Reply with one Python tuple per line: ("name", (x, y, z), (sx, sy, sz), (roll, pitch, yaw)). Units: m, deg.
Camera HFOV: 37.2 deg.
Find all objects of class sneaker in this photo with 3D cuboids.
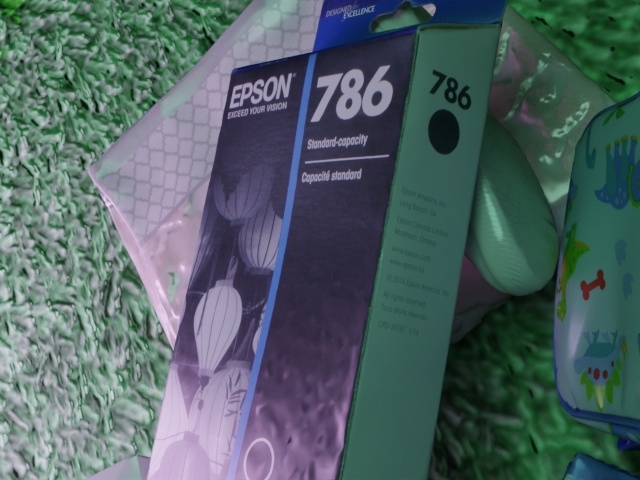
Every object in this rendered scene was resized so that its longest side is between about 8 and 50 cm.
("sneaker", (0.061, -0.043, 0.554), (0.094, 0.080, 0.212), (-38, 51, 23))

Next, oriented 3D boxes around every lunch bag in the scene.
("lunch bag", (0.182, 0.014, 0.432), (0.090, 0.219, 0.176), (7, 83, -7))

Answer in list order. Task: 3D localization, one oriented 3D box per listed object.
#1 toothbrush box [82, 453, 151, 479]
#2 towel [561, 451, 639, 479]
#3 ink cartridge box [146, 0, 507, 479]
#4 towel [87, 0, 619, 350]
("toothbrush box", (-0.125, 0.303, 0.566), (0.206, 0.122, 0.283), (-28, 60, 19))
("towel", (0.150, 0.294, 0.415), (0.243, 0.040, 0.336), (26, 85, 16))
("ink cartridge box", (0.000, 0.000, 0.508), (0.165, 0.065, 0.332), (-1, 75, 51))
("towel", (0.006, -0.050, 0.657), (0.332, 0.053, 0.317), (-43, 57, 12))
